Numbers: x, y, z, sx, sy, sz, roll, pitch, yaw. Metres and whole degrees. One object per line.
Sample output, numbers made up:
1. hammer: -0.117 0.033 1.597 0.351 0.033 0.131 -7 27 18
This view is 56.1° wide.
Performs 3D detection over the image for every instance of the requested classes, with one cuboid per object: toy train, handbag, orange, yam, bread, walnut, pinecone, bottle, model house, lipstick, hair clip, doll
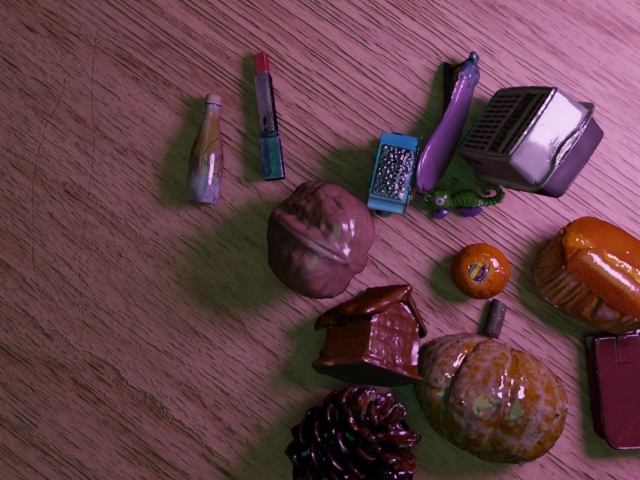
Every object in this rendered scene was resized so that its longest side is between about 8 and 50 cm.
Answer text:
1. toy train: 0.168 -0.153 1.400 0.112 0.163 0.204 9 93 6
2. handbag: 0.769 0.339 1.407 0.259 0.084 0.276 -8 91 6
3. orange: 0.377 0.073 1.415 0.135 0.117 0.136 -2 85 18
4. yam: 0.423 0.189 1.451 0.043 0.043 0.094 15 92 4
5. orange: 0.396 0.374 1.383 0.368 0.210 0.271 24 92 1
6. bread: 0.643 0.078 1.346 0.288 0.156 0.204 36 66 8
7. walnut: -0.002 0.002 1.374 0.273 0.273 0.227 -24 130 6
8. pinecone: 0.091 0.486 1.394 0.298 0.242 0.296 30 104 -11
9. bottle: -0.278 -0.225 1.476 0.083 0.083 0.270 6 92 5
10. model house: 0.120 0.217 1.431 0.219 0.199 0.230 32 59 -32
11. lipstick: -0.131 -0.305 1.479 0.051 0.051 0.313 -7 90 6
12. hair clip: 0.294 -0.266 1.408 0.095 0.110 0.359 17 81 -1
13. doll: 0.337 -0.100 1.417 0.190 0.115 0.050 0 52 7

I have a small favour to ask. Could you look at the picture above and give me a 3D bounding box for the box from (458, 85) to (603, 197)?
1. box: 0.452 -0.216 1.311 0.166 0.290 0.221 32 95 -17
